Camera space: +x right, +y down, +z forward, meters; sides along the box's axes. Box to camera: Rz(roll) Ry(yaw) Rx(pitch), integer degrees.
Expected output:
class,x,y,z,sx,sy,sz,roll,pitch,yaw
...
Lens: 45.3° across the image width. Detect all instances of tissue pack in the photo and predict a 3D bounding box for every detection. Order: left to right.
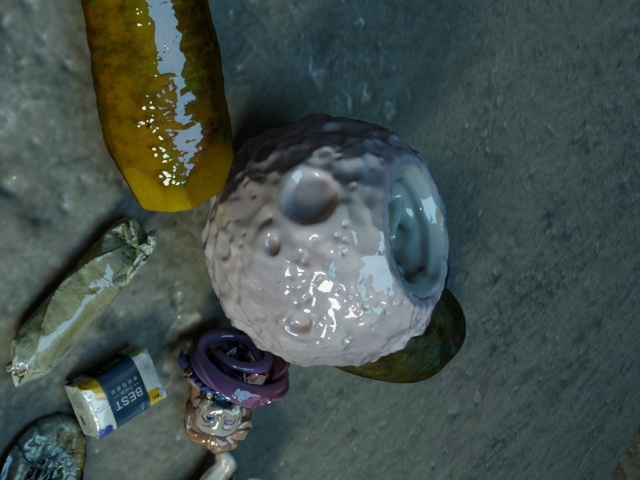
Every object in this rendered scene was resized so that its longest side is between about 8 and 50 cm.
class,x,y,z,sx,sy,sz,roll,pitch,yaw
tissue pack,-0.204,0.150,0.767,0.083,0.042,0.062,-30,110,-40

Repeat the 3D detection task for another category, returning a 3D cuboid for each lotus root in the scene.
class,x,y,z,sx,sy,sz,roll,pitch,yaw
lotus root,0.093,0.112,1.017,0.275,0.152,0.160,22,100,-50

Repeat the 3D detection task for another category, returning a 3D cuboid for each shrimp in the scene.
class,x,y,z,sx,sy,sz,roll,pitch,yaw
shrimp,-0.272,0.249,0.756,0.091,0.034,0.160,-11,108,-43

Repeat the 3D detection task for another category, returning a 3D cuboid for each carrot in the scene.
class,x,y,z,sx,sy,sz,roll,pitch,yaw
carrot,-0.142,-0.172,0.636,0.114,0.114,0.301,-29,125,-38

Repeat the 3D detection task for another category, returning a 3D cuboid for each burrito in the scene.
class,x,y,z,sx,sy,sz,roll,pitch,yaw
burrito,-0.220,0.054,0.705,0.188,0.045,0.058,-52,133,-15

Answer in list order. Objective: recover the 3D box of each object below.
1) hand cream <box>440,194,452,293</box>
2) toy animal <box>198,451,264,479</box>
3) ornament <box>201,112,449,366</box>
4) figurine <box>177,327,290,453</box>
class,x,y,z,sx,sy,sz,roll,pitch,yaw
hand cream,0.172,0.069,1.171,0.091,0.058,0.271,-33,126,-40
toy animal,-0.141,0.373,0.919,0.185,0.104,0.183,-45,144,-32
ornament,0.000,0.000,0.785,0.259,0.225,0.259,19,67,-55
figurine,-0.102,0.164,0.864,0.126,0.114,0.157,7,138,-16
